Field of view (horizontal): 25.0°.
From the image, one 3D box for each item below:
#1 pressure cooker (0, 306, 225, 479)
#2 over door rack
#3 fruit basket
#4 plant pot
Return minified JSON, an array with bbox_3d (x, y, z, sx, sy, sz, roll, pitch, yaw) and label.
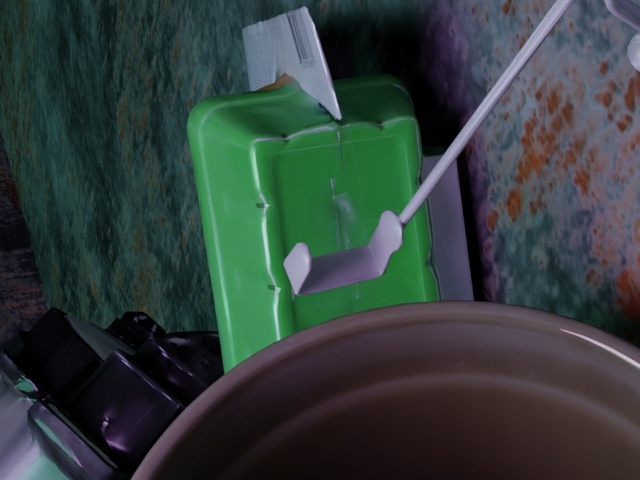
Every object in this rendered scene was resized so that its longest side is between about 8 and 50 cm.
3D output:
[{"bbox_3d":[-0.182,0.257,1.229,0.375,0.420,0.370,42,173,-22],"label":"pressure cooker"},{"bbox_3d":[0.066,-0.158,0.737,0.324,0.108,0.240,-46,55,42],"label":"over door rack"},{"bbox_3d":[0.000,0.000,1.044,0.353,0.165,0.327,-130,32,-82],"label":"fruit basket"},{"bbox_3d":[0.069,0.239,0.745,0.280,0.323,0.323,78,168,-51],"label":"plant pot"}]
